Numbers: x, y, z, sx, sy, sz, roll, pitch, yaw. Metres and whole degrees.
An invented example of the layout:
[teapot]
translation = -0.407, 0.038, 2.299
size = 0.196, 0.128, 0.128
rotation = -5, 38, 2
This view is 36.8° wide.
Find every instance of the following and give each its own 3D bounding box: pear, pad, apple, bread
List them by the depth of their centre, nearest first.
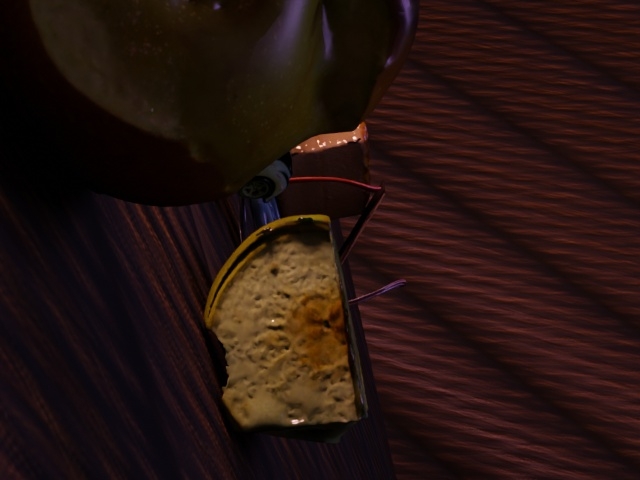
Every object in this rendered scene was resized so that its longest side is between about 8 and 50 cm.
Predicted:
[apple]
translation = -0.086, -0.212, 0.784
size = 0.374, 0.374, 0.384
rotation = 68, 9, -54
[pear]
translation = -0.040, 0.123, 1.266
size = 0.282, 0.176, 0.286
rotation = 39, 42, -84
[bread]
translation = -0.019, -0.213, 1.956
size = 0.279, 0.207, 0.279
rotation = 81, -4, -56
[pad]
translation = 0.046, 0.026, 1.985
size = 0.004, 0.330, 0.220
rotation = 31, 10, -3

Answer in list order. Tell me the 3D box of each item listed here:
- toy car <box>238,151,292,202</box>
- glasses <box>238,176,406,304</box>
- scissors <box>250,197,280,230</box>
[toy car]
translation = -0.111, -0.177, 1.368
size = 0.306, 0.125, 0.136
rotation = 45, 28, -50
[glasses]
translation = 0.000, 0.000, 1.529
size = 0.118, 0.268, 0.234
rotation = 122, -46, -72
[scissors]
translation = -0.127, -0.147, 1.771
size = 0.180, 0.032, 0.393
rotation = -88, 163, -73
